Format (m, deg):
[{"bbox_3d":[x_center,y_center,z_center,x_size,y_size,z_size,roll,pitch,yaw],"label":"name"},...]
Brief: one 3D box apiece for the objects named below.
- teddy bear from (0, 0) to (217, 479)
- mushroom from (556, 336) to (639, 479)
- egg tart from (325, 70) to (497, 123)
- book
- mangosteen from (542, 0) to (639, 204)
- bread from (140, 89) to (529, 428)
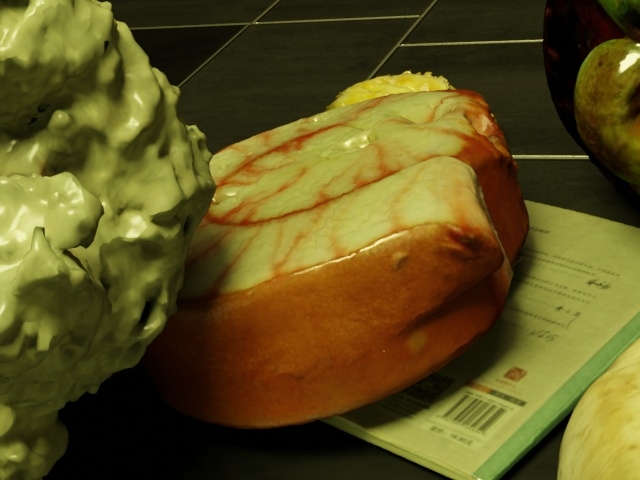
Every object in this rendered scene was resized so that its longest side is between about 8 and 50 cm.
[{"bbox_3d":[-0.216,0.038,0.743,0.367,0.224,0.357,-64,19,-11],"label":"teddy bear"},{"bbox_3d":[0.200,0.119,0.555,0.189,0.195,0.254,-17,32,-13],"label":"mushroom"},{"bbox_3d":[0.067,-0.101,1.152,0.191,0.074,0.191,-8,26,4],"label":"egg tart"},{"bbox_3d":[0.120,0.056,0.888,0.282,0.025,0.215,-33,34,-33],"label":"book"},{"bbox_3d":[0.298,-0.137,0.901,0.311,0.311,0.311,-9,28,5],"label":"mangosteen"},{"bbox_3d":[-0.003,0.000,0.908,0.295,0.114,0.327,-15,23,18],"label":"bread"}]
